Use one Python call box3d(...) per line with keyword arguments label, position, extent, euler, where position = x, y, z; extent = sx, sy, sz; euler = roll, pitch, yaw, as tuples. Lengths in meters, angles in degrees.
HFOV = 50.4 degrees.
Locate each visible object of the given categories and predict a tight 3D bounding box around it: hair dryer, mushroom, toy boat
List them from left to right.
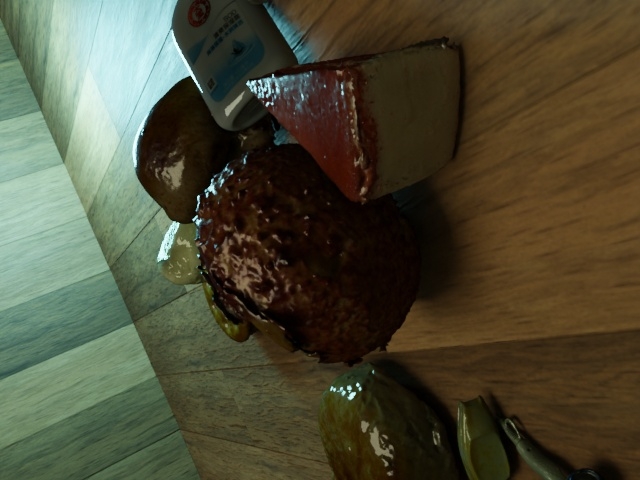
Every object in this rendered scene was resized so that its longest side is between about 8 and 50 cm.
box3d(label="mushroom", position=(-0.206, -0.175, 1.181), extent=(0.283, 0.263, 0.195), euler=(-30, 121, 28))
box3d(label="toy boat", position=(0.225, 0.293, 0.945), extent=(0.066, 0.065, 0.172), euler=(-122, 15, -69))
box3d(label="hair dryer", position=(0.297, 0.324, 0.860), extent=(0.199, 0.067, 0.167), euler=(27, 140, 66))

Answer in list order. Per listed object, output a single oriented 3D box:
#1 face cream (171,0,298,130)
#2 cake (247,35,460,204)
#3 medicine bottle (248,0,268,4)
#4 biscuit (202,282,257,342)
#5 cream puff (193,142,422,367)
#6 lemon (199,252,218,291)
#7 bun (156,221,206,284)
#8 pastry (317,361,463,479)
box3d(label="face cream", position=(-0.161, -0.340, 1.075), extent=(0.163, 0.080, 0.336), euler=(-39, 66, 22))
box3d(label="cake", position=(0.041, -0.146, 0.831), extent=(0.262, 0.158, 0.159), euler=(17, 124, 59))
box3d(label="medicine bottle", position=(-0.124, -0.460, 1.000), extent=(0.092, 0.061, 0.220), euler=(-42, 72, 36))
box3d(label="biscuit", position=(-0.214, 0.134, 1.612), extent=(0.220, 0.066, 0.220), euler=(42, 145, 38))
box3d(label="cream puff", position=(-0.003, -0.003, 0.901), extent=(0.228, 0.350, 0.350), euler=(-54, 54, 13))
box3d(label="lemon", position=(-0.123, 0.014, 1.219), extent=(0.188, 0.188, 0.256), euler=(44, 146, 38))
box3d(label="bun", position=(-0.262, -0.006, 1.490), extent=(0.229, 0.145, 0.229), euler=(-157, 90, -78))
box3d(label="pastry", position=(0.102, 0.360, 1.136), extent=(0.330, 0.136, 0.329), euler=(43, 146, 38))
